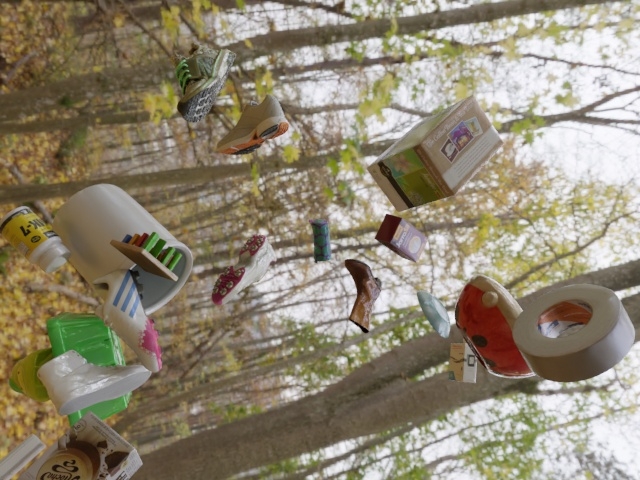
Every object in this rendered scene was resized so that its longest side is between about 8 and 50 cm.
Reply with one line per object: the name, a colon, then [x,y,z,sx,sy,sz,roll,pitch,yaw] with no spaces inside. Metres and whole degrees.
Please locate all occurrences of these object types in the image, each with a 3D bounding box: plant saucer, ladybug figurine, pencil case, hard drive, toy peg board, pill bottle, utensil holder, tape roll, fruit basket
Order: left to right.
hard drive: [-0.823,0.608,1.340,0.040,0.307,0.203,47,-31,1]
pill bottle: [-0.911,0.000,1.751,0.208,0.119,0.119,43,-12,1]
fruit basket: [-0.820,0.417,1.738,0.283,0.392,0.391,180,-99,-76]
utensil holder: [-0.697,0.033,1.912,0.385,0.328,0.327,39,-28,22]
toy peg board: [-0.503,0.034,1.619,0.079,0.161,0.161,-60,139,-22]
pencil case: [0.000,0.000,1.913,0.064,0.070,0.151,-35,127,-52]
plant saucer: [0.413,0.251,1.943,0.195,0.037,0.195,44,25,-26]
ladybug figurine: [0.509,0.267,1.605,0.449,0.162,0.305,52,4,-48]
tape roll: [0.511,0.185,1.118,0.072,0.219,0.219,55,-1,-18]

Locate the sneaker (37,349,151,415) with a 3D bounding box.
sneaker: [-0.627,0.362,1.526,0.169,0.293,0.108,43,-67,24]

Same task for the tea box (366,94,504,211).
tea box: [0.407,-0.303,1.963,0.220,0.329,0.324,52,-26,-11]

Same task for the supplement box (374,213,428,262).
supplement box: [0.294,-0.007,1.976,0.081,0.188,0.104,20,-99,48]

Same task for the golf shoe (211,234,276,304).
golf shoe: [-0.268,0.127,1.990,0.115,0.306,0.140,17,-27,45]

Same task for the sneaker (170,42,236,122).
sneaker: [-0.420,-0.530,1.795,0.158,0.182,0.410,-58,-168,38]

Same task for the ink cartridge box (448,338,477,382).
ink cartridge box: [0.554,0.456,2.124,0.104,0.060,0.180,152,-53,-69]

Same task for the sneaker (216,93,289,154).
sneaker: [-0.207,-0.338,1.612,0.099,0.263,0.120,-1,74,-57]

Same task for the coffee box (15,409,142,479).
coffee box: [-0.602,0.586,1.305,0.168,0.297,0.118,30,-37,19]

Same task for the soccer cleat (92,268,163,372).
soccer cleat: [-0.548,0.234,1.542,0.331,0.143,0.116,62,-30,24]

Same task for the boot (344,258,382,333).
boot: [0.169,0.255,2.555,0.264,0.096,0.280,49,49,-34]
